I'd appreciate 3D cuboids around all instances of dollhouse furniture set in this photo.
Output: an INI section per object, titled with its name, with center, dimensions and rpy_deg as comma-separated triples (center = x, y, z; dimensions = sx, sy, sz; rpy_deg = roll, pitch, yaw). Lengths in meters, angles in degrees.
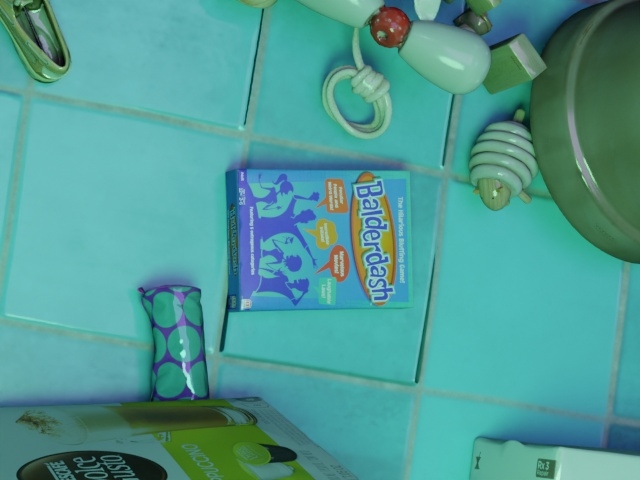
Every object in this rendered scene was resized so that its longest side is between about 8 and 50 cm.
[dollhouse furniture set]
center = 0.226, -0.275, 1.968
dimensions = 0.123, 0.144, 0.151
rpy_deg = -39, 99, -18

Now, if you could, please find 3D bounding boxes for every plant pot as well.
[plant pot]
center = 0.447, -0.150, 1.936
dimensions = 0.323, 0.280, 0.323
rpy_deg = 6, 78, -32

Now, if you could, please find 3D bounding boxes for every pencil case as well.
[pencil case]
center = -0.158, 0.124, 1.841
dimensions = 0.070, 0.064, 0.151
rpy_deg = -4, 87, 7

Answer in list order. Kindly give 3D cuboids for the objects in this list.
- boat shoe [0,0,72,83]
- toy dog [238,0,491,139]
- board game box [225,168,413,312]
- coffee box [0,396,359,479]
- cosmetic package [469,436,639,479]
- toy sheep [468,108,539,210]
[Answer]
[boat shoe]
center = -0.317, -0.259, 1.803
dimensions = 0.068, 0.072, 0.190
rpy_deg = -36, 99, -19
[toy dog]
center = 0.042, -0.296, 1.898
dimensions = 0.333, 0.220, 0.161
rpy_deg = 49, 41, -19
[board game box]
center = 0.000, 0.000, 1.918
dimensions = 0.210, 0.047, 0.160
rpy_deg = -1, 87, -21
[coffee box]
center = -0.171, 0.359, 1.645
dimensions = 0.334, 0.337, 0.338
rpy_deg = 0, 99, -20
[cosmetic package]
center = 0.380, 0.322, 1.952
dimensions = 0.385, 0.217, 0.156
rpy_deg = 7, 84, -18
[toy sheep]
center = 0.217, -0.094, 1.988
dimensions = 0.091, 0.091, 0.132
rpy_deg = 25, 65, -17
